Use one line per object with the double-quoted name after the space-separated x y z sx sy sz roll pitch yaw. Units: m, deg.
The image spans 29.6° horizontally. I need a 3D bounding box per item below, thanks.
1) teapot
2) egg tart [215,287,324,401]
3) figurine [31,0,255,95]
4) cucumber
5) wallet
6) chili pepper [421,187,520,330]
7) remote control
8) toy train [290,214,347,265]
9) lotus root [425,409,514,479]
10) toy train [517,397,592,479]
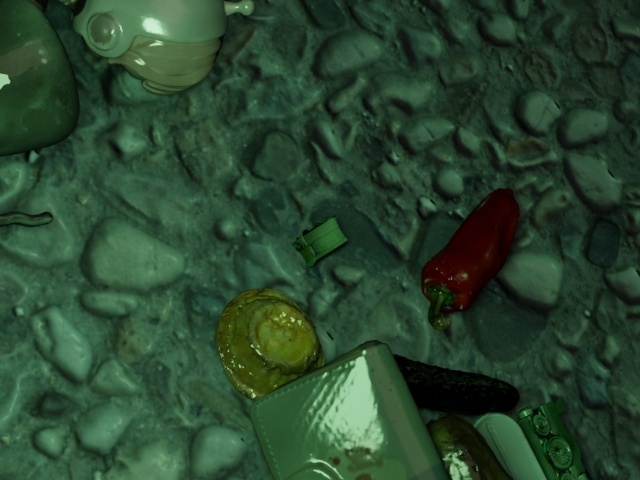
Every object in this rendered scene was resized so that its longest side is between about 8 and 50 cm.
-0.502 -0.168 1.709 0.285 0.223 0.305 -25 123 -28 "teapot"
-0.071 0.156 1.843 0.191 0.074 0.191 11 62 -21 "egg tart"
-0.304 -0.372 1.858 0.361 0.211 0.253 33 39 -14 "figurine"
0.195 0.237 1.948 0.303 0.072 0.081 16 49 -22 "cucumber"
0.054 0.351 1.754 0.252 0.083 0.360 -25 82 2 "wallet"
0.257 0.026 2.066 0.110 0.110 0.387 45 49 -3 "chili pepper"
0.311 0.393 1.940 0.104 0.052 0.247 -25 87 -25 "remote control"
0.000 0.000 1.973 0.093 0.038 0.056 -32 88 -36 "toy train"
0.225 0.400 1.835 0.275 0.152 0.160 56 15 7 "lotus root"
0.388 0.354 2.005 0.104 0.071 0.178 -13 73 -44 "toy train"
